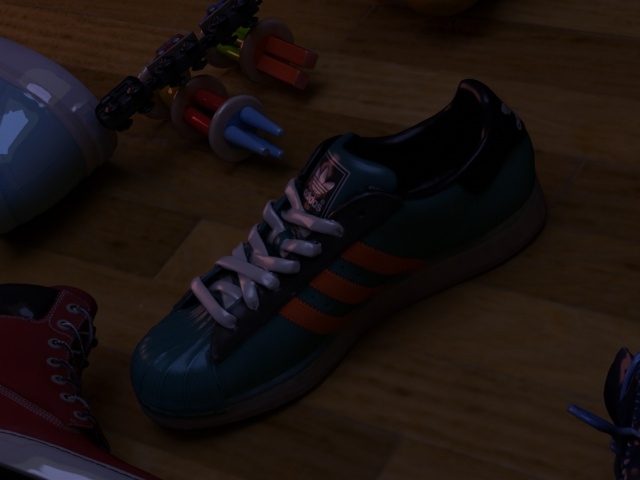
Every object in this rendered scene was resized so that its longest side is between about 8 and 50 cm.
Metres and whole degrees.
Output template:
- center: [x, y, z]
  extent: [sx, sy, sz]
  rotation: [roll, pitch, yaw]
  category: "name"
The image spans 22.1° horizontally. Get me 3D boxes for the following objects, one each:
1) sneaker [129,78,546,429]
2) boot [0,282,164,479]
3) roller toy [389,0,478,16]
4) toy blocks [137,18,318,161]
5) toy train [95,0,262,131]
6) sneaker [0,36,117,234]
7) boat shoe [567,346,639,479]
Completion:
- center: [0.000, 0.000, 1.043]
  extent: [0.302, 0.121, 0.108]
  rotation: [-32, 41, -10]
  category: "sneaker"
- center: [-0.148, 0.100, 0.996]
  extent: [0.244, 0.088, 0.176]
  rotation: [15, 44, 27]
  category: "boot"
- center: [0.095, -0.283, 1.281]
  extent: [0.191, 0.146, 0.209]
  rotation: [-41, 49, -7]
  category: "roller toy"
- center: [-0.053, -0.115, 1.240]
  extent: [0.123, 0.054, 0.148]
  rotation: [-41, 44, -19]
  category: "toy blocks"
- center: [-0.106, -0.136, 1.227]
  extent: [0.158, 0.027, 0.036]
  rotation: [-42, 34, -18]
  category: "toy train"
- center: [-0.336, -0.101, 1.294]
  extent: [0.366, 0.135, 0.150]
  rotation: [17, 52, 38]
  category: "sneaker"
- center: [0.196, 0.096, 0.887]
  extent: [0.089, 0.109, 0.258]
  rotation: [-3, 28, 32]
  category: "boat shoe"
